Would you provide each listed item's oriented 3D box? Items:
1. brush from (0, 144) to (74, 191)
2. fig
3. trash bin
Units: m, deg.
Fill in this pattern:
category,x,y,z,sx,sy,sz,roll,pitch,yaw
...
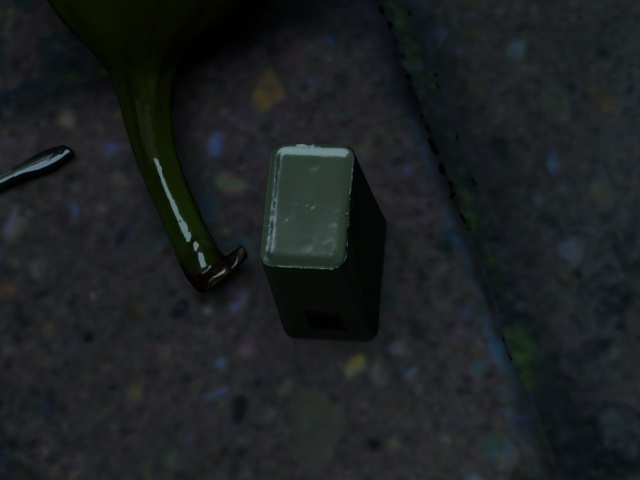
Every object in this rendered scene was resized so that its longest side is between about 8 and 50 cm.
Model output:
category,x,y,z,sx,sy,sz,roll,pitch,yaw
brush,-0.152,-0.024,0.809,0.083,0.008,0.024,-24,67,-2
fig,-0.072,-0.113,0.793,0.151,0.151,0.259,4,99,8
trash bin,0.000,0.000,0.738,0.043,0.092,0.061,2,71,10
